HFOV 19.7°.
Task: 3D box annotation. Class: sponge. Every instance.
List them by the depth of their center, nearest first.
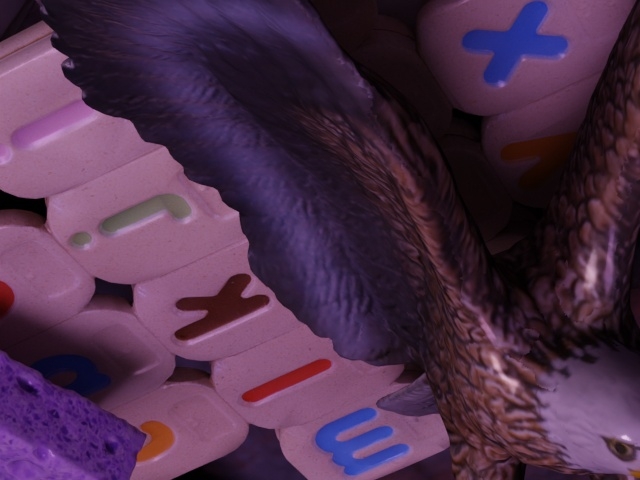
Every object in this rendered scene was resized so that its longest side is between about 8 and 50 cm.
[{"bbox_3d":[-0.177,0.040,0.641,0.210,0.031,0.117,35,147,-28],"label":"sponge"}]

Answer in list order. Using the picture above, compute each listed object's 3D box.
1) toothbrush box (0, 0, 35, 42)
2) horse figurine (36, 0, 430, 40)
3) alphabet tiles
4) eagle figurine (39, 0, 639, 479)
[{"bbox_3d":[-0.276,-0.079,0.682,0.295,0.126,0.216,-33,115,34],"label":"toothbrush box"},{"bbox_3d":[0.021,-0.103,0.618,0.263,0.066,0.174,-34,124,27],"label":"horse figurine"},{"bbox_3d":[0.000,0.000,0.661,0.278,0.021,0.284,-26,139,14],"label":"alphabet tiles"},{"bbox_3d":[0.063,0.006,0.562,0.225,0.226,0.298,8,118,40],"label":"eagle figurine"}]
